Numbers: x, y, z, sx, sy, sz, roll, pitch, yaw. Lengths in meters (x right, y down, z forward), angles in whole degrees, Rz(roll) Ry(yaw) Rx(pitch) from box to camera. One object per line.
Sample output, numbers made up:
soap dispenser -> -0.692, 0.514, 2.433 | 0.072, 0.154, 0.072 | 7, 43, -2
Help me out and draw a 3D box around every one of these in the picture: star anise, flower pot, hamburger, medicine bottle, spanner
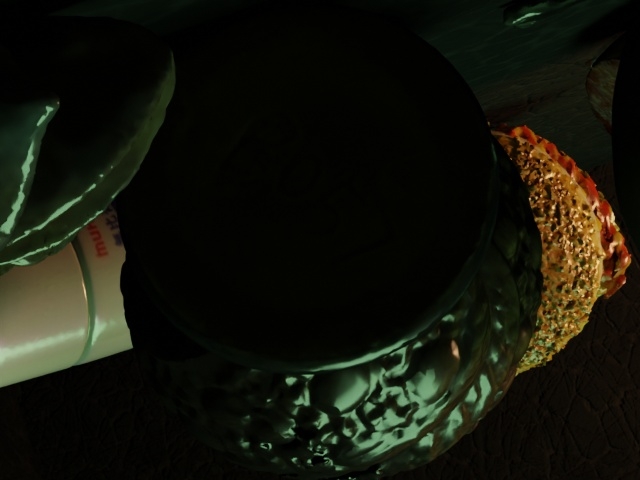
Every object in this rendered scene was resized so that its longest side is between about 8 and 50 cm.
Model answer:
star anise -> -0.205, -0.015, 0.617 | 0.315, 0.108, 0.315 | -17, 174, -2
flower pot -> 0.000, 0.000, 0.859 | 0.266, 0.267, 0.267 | -19, 164, 0
hamburger -> 0.170, 0.013, 1.615 | 0.294, 0.276, 0.179 | -33, -178, 3
medicine bottle -> -0.157, 0.018, 1.093 | 0.341, 0.130, 0.130 | -16, 175, -35
spanner -> 0.241, -0.188, 1.008 | 0.254, 0.015, 0.054 | -19, 178, -2

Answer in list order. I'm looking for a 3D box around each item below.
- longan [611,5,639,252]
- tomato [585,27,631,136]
longan -> 0.342, -0.068, 0.863 | 0.361, 0.361, 0.361 | -19, 176, -1
tomato -> 0.397, -0.111, 1.221 | 0.144, 0.338, 0.338 | -57, -175, -13
